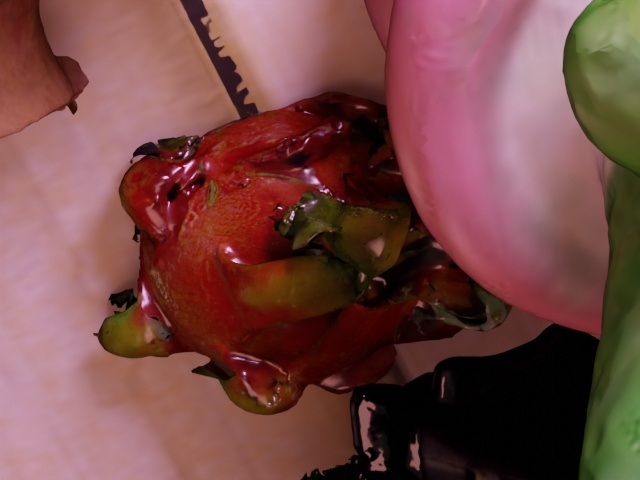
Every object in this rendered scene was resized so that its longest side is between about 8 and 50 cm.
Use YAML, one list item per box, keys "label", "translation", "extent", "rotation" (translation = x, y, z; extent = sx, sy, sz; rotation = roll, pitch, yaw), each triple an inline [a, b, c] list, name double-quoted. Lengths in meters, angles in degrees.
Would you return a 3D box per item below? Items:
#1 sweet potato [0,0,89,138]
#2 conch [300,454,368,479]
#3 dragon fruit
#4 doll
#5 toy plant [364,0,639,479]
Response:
- label: "sweet potato"
  translation: [-0.154, -0.173, 0.627]
  extent: [0.131, 0.131, 0.336]
  rotation: [-5, 119, -5]
- label: "conch"
  translation: [0.037, 0.159, 0.793]
  extent: [0.250, 0.137, 0.143]
  rotation: [36, 65, -43]
- label: "dragon fruit"
  translation: [0.000, 0.000, 0.751]
  extent: [0.138, 0.175, 0.142]
  rotation: [26, 81, -30]
- label: "doll"
  translation: [0.123, 0.078, 0.768]
  extent: [0.249, 0.088, 0.127]
  rotation: [-1, 161, -30]
- label: "toy plant"
  translation: [0.145, -0.063, 0.584]
  extent: [0.210, 0.356, 0.317]
  rotation: [36, 110, -25]
